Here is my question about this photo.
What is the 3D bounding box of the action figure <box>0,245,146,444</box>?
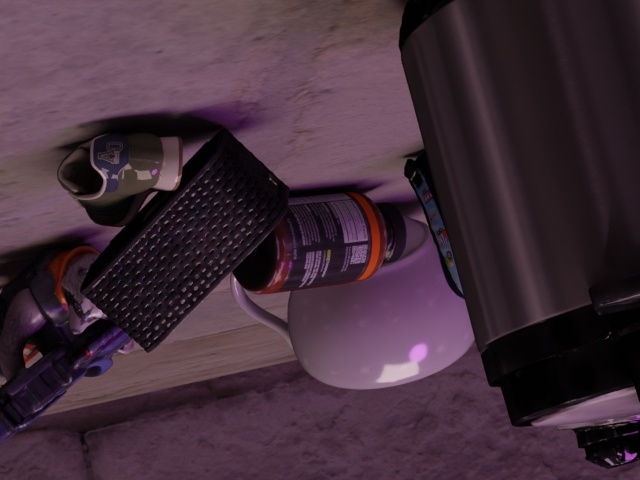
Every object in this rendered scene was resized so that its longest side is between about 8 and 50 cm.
[{"bbox_3d":[-0.341,0.107,2.081,0.330,0.178,0.341,-26,-170,34],"label":"action figure"}]

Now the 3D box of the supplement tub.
[{"bbox_3d":[0.000,0.000,2.120,0.198,0.106,0.106,-6,168,-38],"label":"supplement tub"}]

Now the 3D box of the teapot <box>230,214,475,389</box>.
[{"bbox_3d":[0.063,0.051,2.312,0.256,0.187,0.252,-27,-154,-29],"label":"teapot"}]

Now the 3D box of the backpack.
[{"bbox_3d":[0.185,-0.028,2.009,0.117,0.173,0.158,-7,168,-34],"label":"backpack"}]

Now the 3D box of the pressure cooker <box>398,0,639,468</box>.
[{"bbox_3d":[0.273,-0.025,1.402,0.370,0.420,0.375,-8,169,-26],"label":"pressure cooker"}]

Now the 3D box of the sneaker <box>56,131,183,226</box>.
[{"bbox_3d":[-0.191,-0.058,1.668,0.086,0.064,0.192,5,167,-24],"label":"sneaker"}]

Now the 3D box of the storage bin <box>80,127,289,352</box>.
[{"bbox_3d":[-0.119,-0.002,1.692,0.180,0.084,0.122,-46,-170,11],"label":"storage bin"}]
